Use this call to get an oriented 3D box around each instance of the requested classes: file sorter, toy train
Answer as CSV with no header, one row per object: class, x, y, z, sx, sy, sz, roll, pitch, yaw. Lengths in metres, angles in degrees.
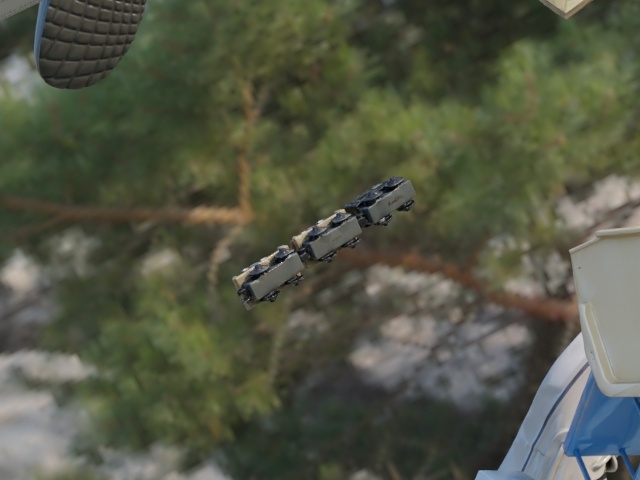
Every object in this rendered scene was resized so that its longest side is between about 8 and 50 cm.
file sorter,0.293,0.151,1.412,0.170,0.118,0.104,0,40,-16
toy train,0.000,0.000,1.217,0.158,0.027,0.036,-33,17,-34

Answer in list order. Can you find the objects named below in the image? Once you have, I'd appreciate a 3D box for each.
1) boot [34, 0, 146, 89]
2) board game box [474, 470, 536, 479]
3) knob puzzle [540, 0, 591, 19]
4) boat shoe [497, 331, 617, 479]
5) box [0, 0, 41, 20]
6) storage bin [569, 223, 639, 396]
boot,-0.208,-0.259,1.582,0.083,0.246,0.161,8,11,-31
board game box,0.186,0.383,1.378,0.318,0.318,0.066,29,12,40
knob puzzle,0.194,-0.274,1.471,0.213,0.213,0.030,-27,-31,-4
boat shoe,0.223,0.192,1.668,0.267,0.088,0.096,-62,-24,12
box,-0.189,-0.206,0.928,0.181,0.182,0.119,-27,-2,-10
storage bin,0.358,0.027,1.321,0.262,0.123,0.260,-12,3,-40
